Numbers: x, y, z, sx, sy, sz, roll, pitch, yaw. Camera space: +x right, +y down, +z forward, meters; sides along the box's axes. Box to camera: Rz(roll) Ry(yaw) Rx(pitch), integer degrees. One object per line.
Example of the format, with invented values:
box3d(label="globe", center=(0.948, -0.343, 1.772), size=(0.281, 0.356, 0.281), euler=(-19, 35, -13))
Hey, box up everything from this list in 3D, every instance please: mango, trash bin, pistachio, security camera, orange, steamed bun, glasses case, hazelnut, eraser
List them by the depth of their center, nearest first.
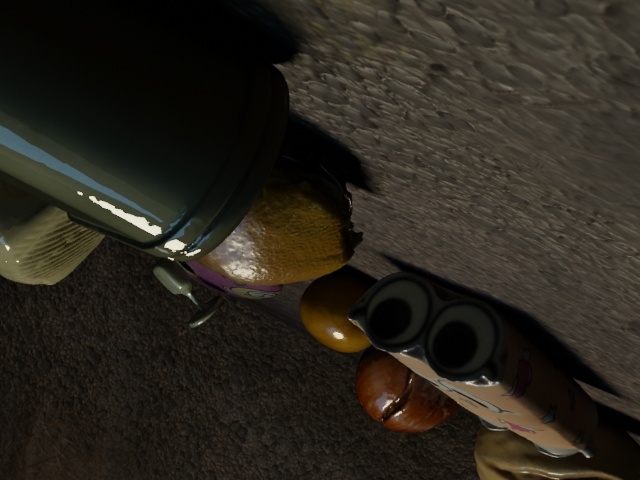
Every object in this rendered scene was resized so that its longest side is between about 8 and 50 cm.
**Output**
box3d(label="trash bin", center=(-0.172, -0.094, 0.696), size=(0.247, 0.121, 0.243), euler=(26, 175, -29))
box3d(label="orange", center=(-0.046, -0.025, 0.888), size=(0.170, 0.112, 0.160), euler=(45, 166, -30))
box3d(label="steamed bun", center=(-0.227, -0.068, 1.048), size=(0.152, 0.170, 0.238), euler=(50, 172, 4))
box3d(label="eraser", center=(0.165, 0.128, 1.273), size=(0.171, 0.087, 0.290), euler=(24, 172, 35))
box3d(label="mango", center=(0.024, 0.081, 1.485), size=(0.102, 0.085, 0.184), euler=(28, 179, -5))
box3d(label="pistachio", center=(0.288, 0.271, 1.584), size=(0.181, 0.162, 0.293), euler=(1, -176, -24))
box3d(label="security camera", center=(-0.169, 0.057, 1.613), size=(0.092, 0.058, 0.058), euler=(52, 168, -10))
box3d(label="hazelnut", center=(0.122, 0.173, 1.660), size=(0.154, 0.143, 0.143), euler=(22, 177, -29))
box3d(label="glasses case", center=(-0.132, 0.022, 1.667), size=(0.123, 0.076, 0.316), euler=(33, 171, -18))

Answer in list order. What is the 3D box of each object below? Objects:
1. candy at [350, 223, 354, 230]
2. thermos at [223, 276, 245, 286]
box3d(label="candy", center=(0.000, 0.000, 1.188), size=(0.055, 0.049, 0.185), euler=(-3, 172, -16))
box3d(label="thermos", center=(-0.140, -0.029, 1.384), size=(0.188, 0.083, 0.073), euler=(33, 150, -28))
